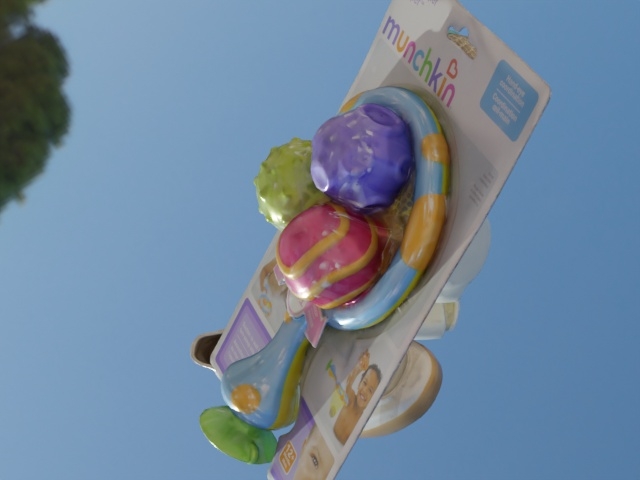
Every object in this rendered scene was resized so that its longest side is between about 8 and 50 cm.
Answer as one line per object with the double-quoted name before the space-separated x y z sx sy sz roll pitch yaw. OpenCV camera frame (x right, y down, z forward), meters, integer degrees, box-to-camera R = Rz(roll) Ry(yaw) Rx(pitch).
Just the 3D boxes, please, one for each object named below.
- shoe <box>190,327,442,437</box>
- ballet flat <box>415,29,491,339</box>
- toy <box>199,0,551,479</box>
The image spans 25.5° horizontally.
"shoe" -0.009 0.091 0.992 0.219 0.058 0.076 1 -113 47
"ballet flat" 0.094 -0.006 1.408 0.164 0.483 0.182 -13 -117 -14
"toy" 0.000 0.000 0.632 0.056 0.237 0.137 9 -151 -30
